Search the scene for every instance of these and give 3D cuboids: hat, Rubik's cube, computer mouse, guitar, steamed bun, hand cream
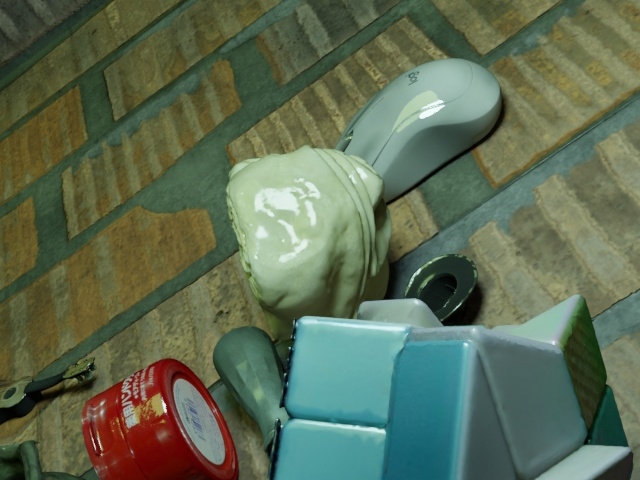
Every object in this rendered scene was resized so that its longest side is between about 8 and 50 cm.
[{"bbox_3d":[0.158,0.074,1.735,0.121,0.050,0.121,-27,38,23],"label":"hat"},{"bbox_3d":[0.127,0.224,1.236,0.358,0.368,0.387,-4,73,52],"label":"Rubik's cube"},{"bbox_3d":[0.124,-0.169,2.020,0.297,0.121,0.184,-28,34,15],"label":"computer mouse"},{"bbox_3d":[-0.444,0.234,2.166,0.271,0.038,0.084,-20,36,32],"label":"guitar"},{"bbox_3d":[-0.001,-0.003,1.822,0.203,0.289,0.276,-17,61,2],"label":"steamed bun"},{"bbox_3d":[-0.201,0.255,1.743,0.125,0.193,0.193,-30,32,10],"label":"hand cream"}]

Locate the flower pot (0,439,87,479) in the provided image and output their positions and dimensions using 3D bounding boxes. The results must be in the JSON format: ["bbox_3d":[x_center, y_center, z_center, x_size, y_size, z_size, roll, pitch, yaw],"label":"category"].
[{"bbox_3d":[-0.372,0.411,1.665,0.302,0.213,0.302,-38,23,20],"label":"flower pot"}]

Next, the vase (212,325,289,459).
[{"bbox_3d":[-0.074,0.203,1.789,0.086,0.086,0.214,-37,36,3],"label":"vase"}]
